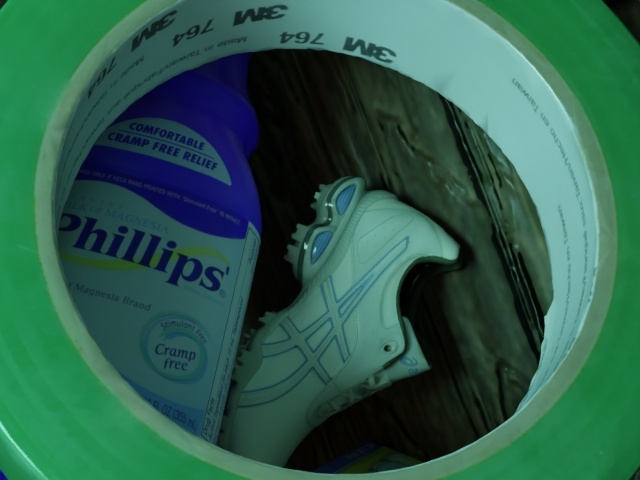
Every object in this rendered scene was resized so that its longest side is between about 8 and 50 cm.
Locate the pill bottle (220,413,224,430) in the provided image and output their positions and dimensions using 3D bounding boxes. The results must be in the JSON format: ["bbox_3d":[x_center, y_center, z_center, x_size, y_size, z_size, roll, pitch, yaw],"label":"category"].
[{"bbox_3d":[-0.111,0.245,0.891,0.181,0.181,0.323,-9,93,33],"label":"pill bottle"}]

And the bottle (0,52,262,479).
[{"bbox_3d":[-0.088,-0.001,0.805,0.118,0.283,0.092,18,150,-10],"label":"bottle"}]

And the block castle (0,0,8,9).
[{"bbox_3d":[-0.217,-0.317,0.839,0.303,0.213,0.453,33,114,23],"label":"block castle"}]

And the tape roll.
[{"bbox_3d":[0.000,0.000,0.712,0.321,0.321,0.077,54,160,13],"label":"tape roll"}]

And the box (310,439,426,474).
[{"bbox_3d":[0.069,0.156,0.807,0.179,0.105,0.043,20,111,27],"label":"box"}]

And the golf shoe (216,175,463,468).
[{"bbox_3d":[0.008,0.059,0.825,0.086,0.069,0.176,24,85,14],"label":"golf shoe"}]

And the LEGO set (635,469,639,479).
[{"bbox_3d":[0.170,0.095,0.780,0.054,0.023,0.083,21,110,28],"label":"LEGO set"}]
